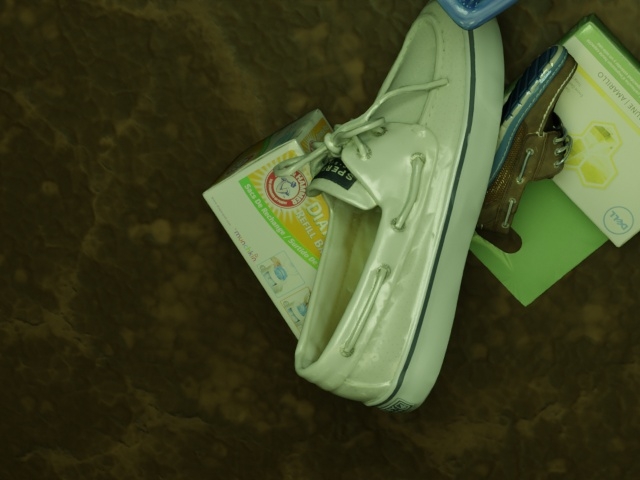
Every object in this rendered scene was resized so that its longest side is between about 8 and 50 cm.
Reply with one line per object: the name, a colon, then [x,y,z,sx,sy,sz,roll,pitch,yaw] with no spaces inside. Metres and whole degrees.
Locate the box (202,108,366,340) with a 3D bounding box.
box: [0.000,0.000,1.542,0.103,0.114,0.203,-30,99,20]

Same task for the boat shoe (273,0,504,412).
boat shoe: [0.041,-0.050,1.424,0.156,0.136,0.367,17,82,-24]

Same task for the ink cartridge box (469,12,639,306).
ink cartridge box: [0.210,-0.061,1.506,0.235,0.056,0.171,-42,96,21]

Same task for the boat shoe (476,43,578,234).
boat shoe: [0.177,-0.083,1.445,0.066,0.066,0.183,28,124,-3]

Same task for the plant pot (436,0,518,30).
plant pot: [0.147,-0.335,1.337,0.236,0.212,0.236,-36,98,21]
